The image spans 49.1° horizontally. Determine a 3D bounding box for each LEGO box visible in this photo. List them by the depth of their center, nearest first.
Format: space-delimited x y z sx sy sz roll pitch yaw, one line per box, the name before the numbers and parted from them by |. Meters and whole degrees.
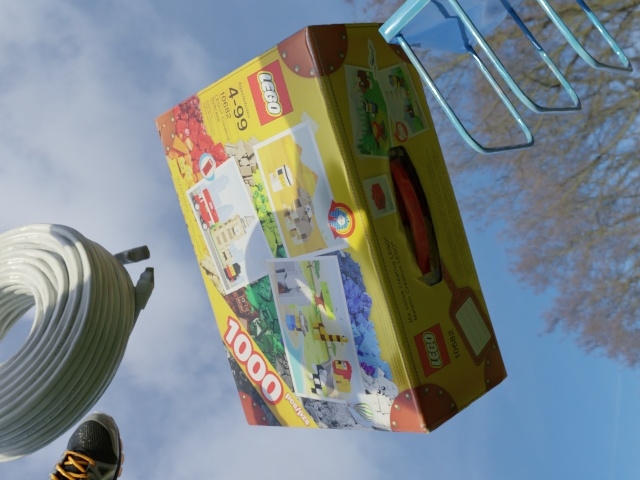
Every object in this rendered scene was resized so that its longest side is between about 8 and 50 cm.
LEGO box | 0.000 0.000 1.007 0.193 0.373 0.500 -19 -87 -43

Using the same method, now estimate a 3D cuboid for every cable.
cable | -0.323 0.103 0.753 0.089 0.257 0.257 56 -143 -52

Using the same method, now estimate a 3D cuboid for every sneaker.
sneaker | -0.322 0.324 0.896 0.083 0.084 0.214 70 -145 -65

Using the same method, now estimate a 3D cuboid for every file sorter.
file sorter | 0.150 -0.143 0.425 0.118 0.170 0.104 -16 -110 -53
